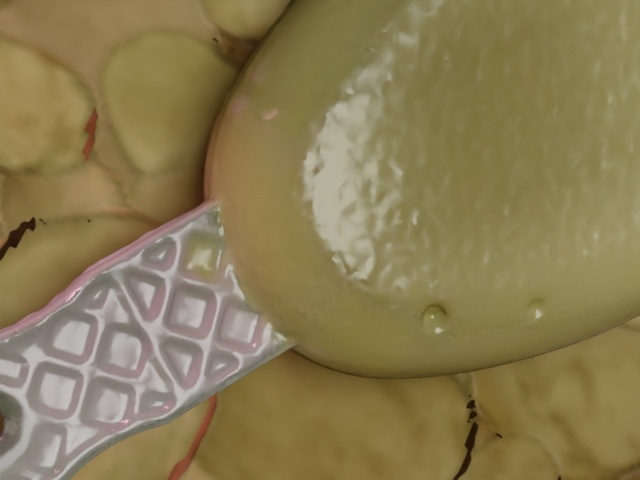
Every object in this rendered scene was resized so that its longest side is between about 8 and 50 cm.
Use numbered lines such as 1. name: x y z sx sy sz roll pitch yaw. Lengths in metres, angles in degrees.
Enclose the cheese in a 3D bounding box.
1. cheese: 0.000 0.000 0.462 0.255 0.050 0.127 -33 102 -19
